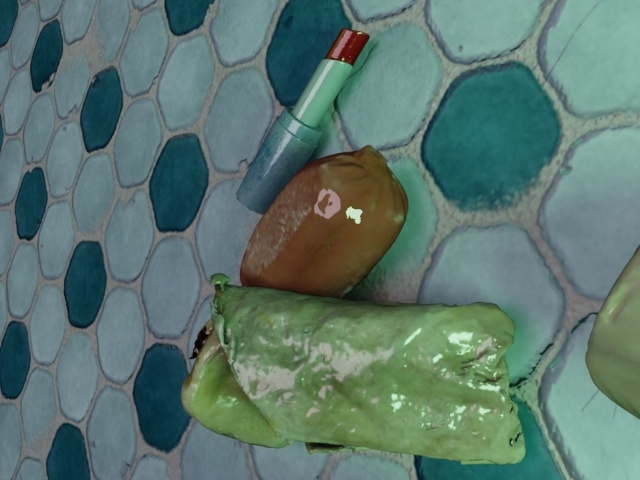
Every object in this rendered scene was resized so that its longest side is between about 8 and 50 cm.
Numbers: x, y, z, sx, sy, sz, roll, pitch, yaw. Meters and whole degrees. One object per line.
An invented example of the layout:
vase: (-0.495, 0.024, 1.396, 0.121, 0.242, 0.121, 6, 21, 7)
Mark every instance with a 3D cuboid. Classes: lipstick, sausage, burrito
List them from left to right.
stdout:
lipstick: (-0.022, -0.158, 0.916, 0.274, 0.061, 0.068, -57, 46, 21)
sausage: (0.000, 0.000, 0.816, 0.254, 0.148, 0.148, -51, 51, 22)
burrito: (0.032, 0.133, 0.708, 0.348, 0.107, 0.175, 5, 75, 17)

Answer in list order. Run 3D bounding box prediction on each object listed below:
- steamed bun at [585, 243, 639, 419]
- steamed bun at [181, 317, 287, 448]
steamed bun: (0.316, 0.075, 0.488, 0.200, 0.170, 0.225, -44, 29, -9)
steamed bun: (-0.096, 0.156, 0.878, 0.140, 0.172, 0.155, -60, 29, 4)
